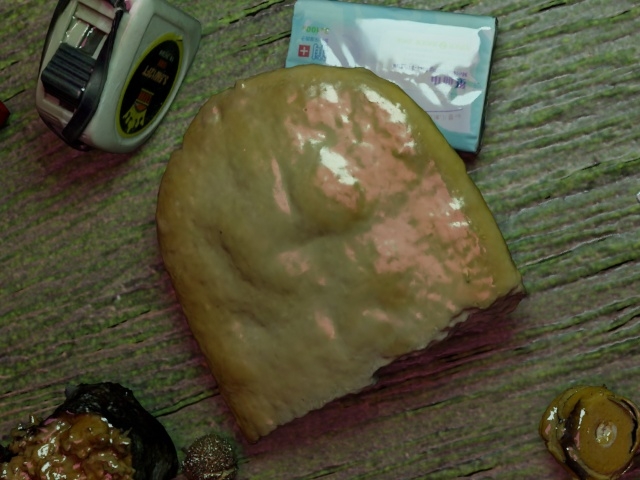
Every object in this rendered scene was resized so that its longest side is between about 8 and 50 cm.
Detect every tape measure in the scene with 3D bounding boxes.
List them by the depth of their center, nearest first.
[{"bbox_3d":[-0.278,-0.221,1.493,0.133,0.271,0.231,30,94,9],"label":"tape measure"}]

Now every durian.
[{"bbox_3d":[-0.150,0.294,1.572,0.091,0.080,0.080,26,95,25],"label":"durian"}]

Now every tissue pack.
[{"bbox_3d":[0.087,-0.214,1.518,0.263,0.089,0.177,9,94,11],"label":"tissue pack"}]

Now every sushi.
[{"bbox_3d":[-0.356,0.341,1.547,0.234,0.207,0.348,33,102,6],"label":"sushi"}]

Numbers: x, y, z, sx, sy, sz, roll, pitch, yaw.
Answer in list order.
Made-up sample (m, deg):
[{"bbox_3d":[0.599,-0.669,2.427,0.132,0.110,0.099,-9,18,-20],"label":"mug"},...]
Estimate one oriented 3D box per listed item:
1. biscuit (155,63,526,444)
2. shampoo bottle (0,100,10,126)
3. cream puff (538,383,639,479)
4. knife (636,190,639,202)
[{"bbox_3d":[0.000,0.000,1.475,0.429,0.104,0.446,-22,95,23],"label":"biscuit"},{"bbox_3d":[-0.568,-0.097,1.646,0.118,0.076,0.314,41,97,3],"label":"shampoo bottle"},{"bbox_3d":[0.335,0.244,1.466,0.119,0.104,0.133,-14,95,-22],"label":"cream puff"},{"bbox_3d":[0.441,-0.078,1.492,0.096,0.010,0.027,-42,84,8],"label":"knife"}]
